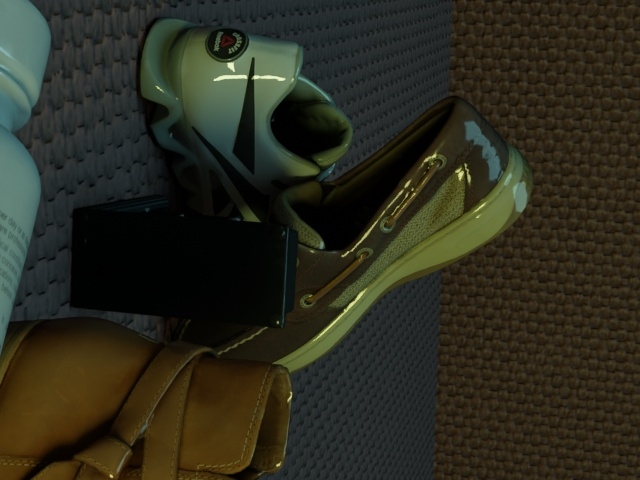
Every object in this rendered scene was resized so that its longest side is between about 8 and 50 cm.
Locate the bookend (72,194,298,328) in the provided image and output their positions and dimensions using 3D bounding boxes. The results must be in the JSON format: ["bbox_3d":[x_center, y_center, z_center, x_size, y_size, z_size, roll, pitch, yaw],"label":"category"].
[{"bbox_3d":[-0.079,0.011,0.980,0.156,0.157,0.072,-19,113,-73],"label":"bookend"}]

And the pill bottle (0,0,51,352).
[{"bbox_3d":[-0.195,-0.003,0.581,0.131,0.131,0.229,62,36,-64],"label":"pill bottle"}]

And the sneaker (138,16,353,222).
[{"bbox_3d":[-0.040,-0.062,1.138,0.330,0.146,0.122,69,28,-62],"label":"sneaker"}]

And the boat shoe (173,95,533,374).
[{"bbox_3d":[0.000,0.000,1.075,0.123,0.342,0.123,44,25,-34],"label":"boat shoe"}]

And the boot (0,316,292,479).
[{"bbox_3d":[-0.132,0.181,0.699,0.109,0.220,0.283,58,39,-67],"label":"boot"}]
